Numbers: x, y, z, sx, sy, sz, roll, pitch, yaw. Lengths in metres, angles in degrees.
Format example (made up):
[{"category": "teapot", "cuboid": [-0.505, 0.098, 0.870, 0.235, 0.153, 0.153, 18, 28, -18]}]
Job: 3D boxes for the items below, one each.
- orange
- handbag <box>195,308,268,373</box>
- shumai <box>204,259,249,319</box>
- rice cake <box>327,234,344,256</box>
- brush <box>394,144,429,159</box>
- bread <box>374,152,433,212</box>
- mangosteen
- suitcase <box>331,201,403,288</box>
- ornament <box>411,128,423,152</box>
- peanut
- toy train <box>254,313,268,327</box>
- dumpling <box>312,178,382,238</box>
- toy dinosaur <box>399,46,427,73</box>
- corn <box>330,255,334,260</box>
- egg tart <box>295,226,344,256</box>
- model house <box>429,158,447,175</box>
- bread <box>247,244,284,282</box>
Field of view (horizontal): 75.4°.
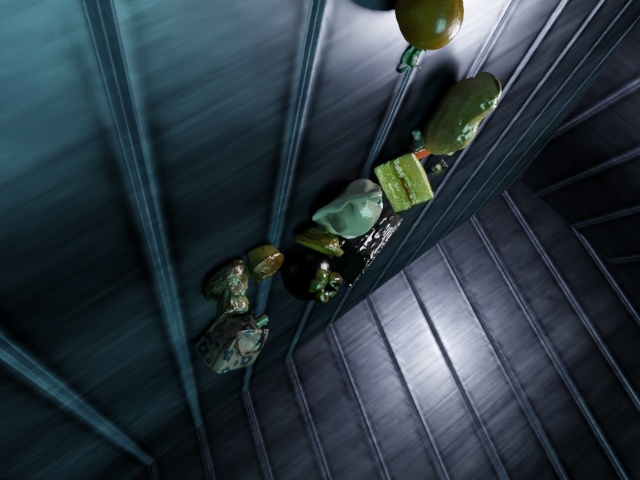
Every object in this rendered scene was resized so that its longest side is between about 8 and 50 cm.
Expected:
[{"category": "orange", "cuboid": [0.227, -0.484, 0.873, 0.136, 0.159, 0.158, -3, -176, 35]}, {"category": "handbag", "cuboid": [-0.350, 0.405, 1.696, 0.251, 0.190, 0.193, 0, 126, -55]}, {"category": "shumai", "cuboid": [-0.290, 0.172, 1.348, 0.161, 0.153, 0.209, -5, 144, -47]}, {"category": "rice cake", "cuboid": [0.050, 0.014, 1.749, 0.081, 0.051, 0.290, -14, 148, -50]}, {"category": "brush", "cuboid": [0.406, -0.357, 1.590, 0.323, 0.051, 0.070, -30, 156, -25]}, {"category": "bread", "cuboid": [0.305, -0.258, 1.561, 0.167, 0.163, 0.264, -20, 136, 17]}, {"category": "mangosteen", "cuboid": [-0.035, 0.143, 1.606, 0.242, 0.243, 0.243, -34, 160, -15]}, {"category": "suitcase", "cuboid": [0.183, 0.008, 1.743, 0.335, 0.152, 0.230, -47, 170, -36]}, {"category": "ornament", "cuboid": [0.346, -0.357, 1.479, 0.041, 0.068, 0.092, -14, 119, 5]}, {"category": "peanut", "cuboid": [0.463, -0.422, 1.398, 0.158, 0.174, 0.340, 13, 138, -7]}, {"category": "toy train", "cuboid": [-0.313, 0.405, 1.962, 0.147, 0.038, 0.071, -32, 156, -19]}, {"category": "dumpling", "cuboid": [0.091, -0.116, 1.436, 0.242, 0.187, 0.318, -2, 158, -5]}, {"category": "toy dinosaur", "cuboid": [0.239, -0.482, 1.067, 0.060, 0.029, 0.120, -15, 151, -17]}, {"category": "corn", "cuboid": [0.085, 0.129, 1.987, 0.106, 0.106, 0.305, -37, 165, -6]}, {"category": "egg tart", "cuboid": [0.000, 0.000, 1.500, 0.075, 0.191, 0.191, -71, 160, -4]}, {"category": "model house", "cuboid": [0.531, -0.328, 1.891, 0.058, 0.057, 0.083, -23, -160, 50]}, {"category": "bread", "cuboid": [-0.186, 0.073, 1.401, 0.125, 0.086, 0.156, -34, 161, -18]}]
